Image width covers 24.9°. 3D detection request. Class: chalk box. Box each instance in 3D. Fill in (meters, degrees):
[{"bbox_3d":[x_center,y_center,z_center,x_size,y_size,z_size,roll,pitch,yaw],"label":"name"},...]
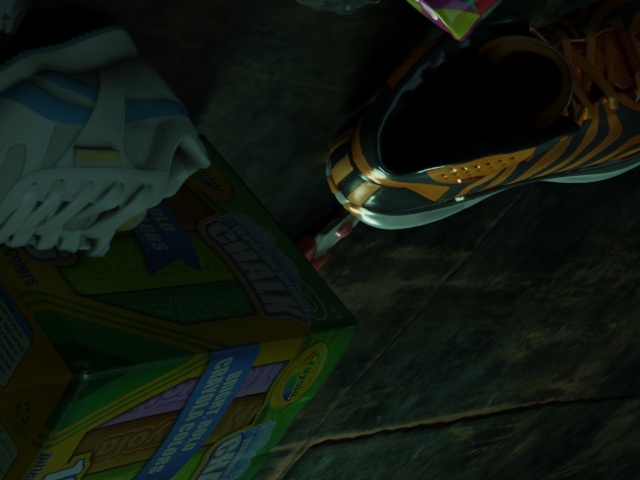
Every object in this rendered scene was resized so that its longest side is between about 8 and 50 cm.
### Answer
[{"bbox_3d":[-0.115,0.056,0.854,0.289,0.180,0.179,-7,139,-52],"label":"chalk box"}]

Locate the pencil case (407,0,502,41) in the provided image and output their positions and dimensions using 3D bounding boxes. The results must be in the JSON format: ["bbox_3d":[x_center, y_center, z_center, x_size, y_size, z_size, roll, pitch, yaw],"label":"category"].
[{"bbox_3d":[0.117,-0.226,0.830,0.236,0.104,0.104,-46,155,14],"label":"pencil case"}]

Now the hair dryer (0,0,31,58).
[{"bbox_3d":[-0.093,-0.195,0.595,0.293,0.080,0.223,-42,154,1],"label":"hair dryer"}]

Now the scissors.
[{"bbox_3d":[0.000,0.000,1.108,0.297,0.021,0.109,-46,153,14],"label":"scissors"}]

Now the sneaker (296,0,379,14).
[{"bbox_3d":[0.085,-0.240,0.717,0.293,0.102,0.146,-34,-159,11],"label":"sneaker"}]

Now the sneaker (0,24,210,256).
[{"bbox_3d":[-0.128,-0.036,0.698,0.087,0.092,0.228,-40,-179,32],"label":"sneaker"}]

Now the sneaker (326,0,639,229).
[{"bbox_3d":[0.165,-0.098,0.965,0.321,0.125,0.180,-25,176,-13],"label":"sneaker"}]
